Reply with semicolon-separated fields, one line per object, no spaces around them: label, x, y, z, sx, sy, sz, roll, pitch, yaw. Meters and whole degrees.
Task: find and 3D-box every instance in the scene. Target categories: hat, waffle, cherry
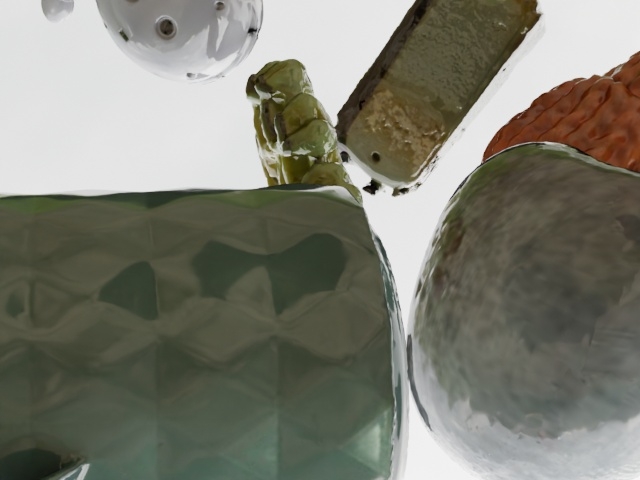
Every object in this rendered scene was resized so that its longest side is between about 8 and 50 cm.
hat;0.372;-0.112;1.165;0.285;0.285;0.400;28;-115;34
waffle;0.000;0.000;0.551;0.036;0.183;0.169;-16;-123;-7
cherry;0.186;0.050;0.755;0.255;0.218;0.296;35;-81;49

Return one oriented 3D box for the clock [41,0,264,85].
clock;-0.121;-0.163;0.633;0.117;0.176;0.080;-36;-173;26

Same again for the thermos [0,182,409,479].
thermos;-0.118;0.060;0.349;0.286;0.145;0.182;-2;-159;-13

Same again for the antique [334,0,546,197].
antique;0.127;-0.178;1.186;0.125;0.150;0.284;40;-76;10
